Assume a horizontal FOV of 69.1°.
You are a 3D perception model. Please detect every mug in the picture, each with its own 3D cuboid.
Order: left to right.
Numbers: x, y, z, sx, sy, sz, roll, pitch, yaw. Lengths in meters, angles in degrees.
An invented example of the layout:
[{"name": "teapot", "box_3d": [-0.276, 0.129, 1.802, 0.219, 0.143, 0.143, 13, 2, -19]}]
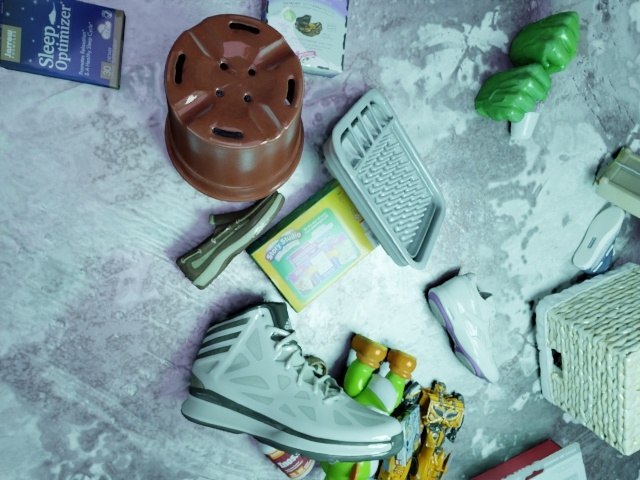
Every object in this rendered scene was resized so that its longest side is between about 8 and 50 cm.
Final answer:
[{"name": "mug", "box_3d": [0.493, -0.276, 1.115, 0.078, 0.062, 0.064, 3, 106, -11]}]

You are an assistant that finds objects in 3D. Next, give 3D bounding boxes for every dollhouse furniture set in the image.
[{"name": "dollhouse furniture set", "box_3d": [0.849, -0.075, 1.191, 0.197, 0.301, 0.151, -37, 153, -30]}]

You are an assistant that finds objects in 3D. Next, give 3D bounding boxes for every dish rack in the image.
[{"name": "dish rack", "box_3d": [0.135, -0.123, 0.966, 0.333, 0.072, 0.286, 53, 41, -18]}]

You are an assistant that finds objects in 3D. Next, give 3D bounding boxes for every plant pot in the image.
[{"name": "plant pot", "box_3d": [-0.144, -0.220, 0.788, 0.271, 0.265, 0.273, 1, 85, -10]}]

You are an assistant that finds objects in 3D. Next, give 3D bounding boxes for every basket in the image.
[{"name": "basket", "box_3d": [0.768, 0.287, 1.172, 0.330, 0.266, 0.329, -20, 113, -11]}]

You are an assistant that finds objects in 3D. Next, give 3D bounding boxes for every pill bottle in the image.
[{"name": "pill bottle", "box_3d": [-0.085, 0.460, 1.049, 0.086, 0.086, 0.152, -42, 108, -6]}]

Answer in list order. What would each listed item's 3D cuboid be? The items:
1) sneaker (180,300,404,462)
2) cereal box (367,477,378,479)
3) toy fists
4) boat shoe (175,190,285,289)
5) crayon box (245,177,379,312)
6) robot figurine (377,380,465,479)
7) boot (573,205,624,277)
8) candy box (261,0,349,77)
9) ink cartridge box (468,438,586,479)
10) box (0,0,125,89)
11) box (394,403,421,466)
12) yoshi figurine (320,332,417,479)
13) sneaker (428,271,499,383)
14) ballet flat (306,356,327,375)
[{"name": "sneaker", "box_3d": [-0.050, 0.255, 0.905, 0.446, 0.169, 0.258, 7, 81, 15]}, {"name": "cereal box", "box_3d": [0.222, 0.667, 1.134, 0.239, 0.173, 0.048, 20, 95, -18]}, {"name": "toy fists", "box_3d": [0.477, -0.386, 1.046, 0.096, 0.142, 0.279, 36, 88, -19]}, {"name": "boat shoe", "box_3d": [-0.185, -0.020, 0.934, 0.095, 0.095, 0.257, 44, 85, -13]}, {"name": "crayon box", "box_3d": [0.000, 0.000, 0.998, 0.278, 0.081, 0.165, -39, 108, -8]}, {"name": "robot figurine", "box_3d": [0.262, 0.497, 1.163, 0.210, 0.085, 0.291, 19, 94, -20]}, {"name": "boot", "box_3d": [0.760, 0.006, 1.248, 0.086, 0.069, 0.190, 29, 98, -27]}, {"name": "candy box", "box_3d": [-0.033, -0.438, 0.919, 0.164, 0.070, 0.197, 3, 98, -18]}, {"name": "ink cartridge box", "box_3d": [0.559, 0.688, 1.264, 0.309, 0.130, 0.272, -18, 103, -14]}, {"name": "box", "box_3d": [-0.470, -0.357, 0.817, 0.225, 0.036, 0.137, 6, 98, -17]}, {"name": "box", "box_3d": [0.196, 0.432, 1.043, 0.027, 0.137, 0.094, -4, 86, 25]}, {"name": "yoshi figurine", "box_3d": [0.084, 0.412, 1.077, 0.203, 0.203, 0.363, 39, 70, -56]}, {"name": "sneaker", "box_3d": [0.388, 0.218, 1.137, 0.152, 0.114, 0.305, -32, 107, -8]}, {"name": "ballet flat", "box_3d": [-0.045, 0.345, 1.011, 0.073, 0.067, 0.206, 35, 62, -16]}]
